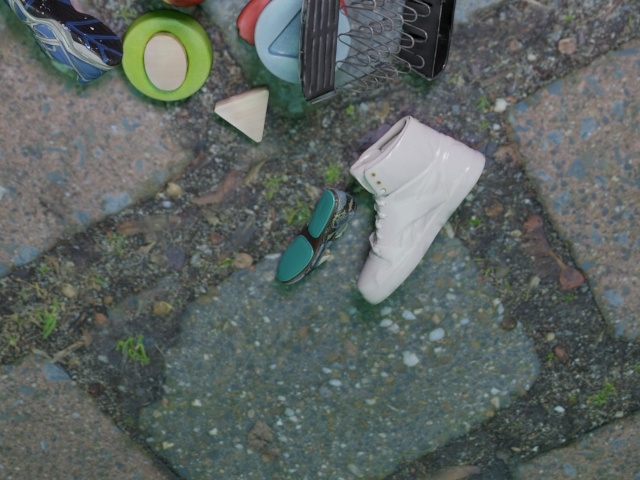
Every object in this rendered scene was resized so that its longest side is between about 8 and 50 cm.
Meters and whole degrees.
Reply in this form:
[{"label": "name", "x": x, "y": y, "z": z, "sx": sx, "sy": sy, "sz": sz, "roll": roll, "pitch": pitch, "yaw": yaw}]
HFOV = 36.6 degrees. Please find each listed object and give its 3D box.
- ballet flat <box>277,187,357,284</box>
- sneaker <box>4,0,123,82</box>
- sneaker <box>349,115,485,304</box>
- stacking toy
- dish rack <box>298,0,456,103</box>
[{"label": "ballet flat", "x": 0.000, "y": 0.000, "z": 1.530, "sx": 0.070, "sy": 0.070, "sz": 0.188, "roll": 25, "pitch": 121, "yaw": -17}, {"label": "sneaker", "x": -0.372, "y": -0.295, "z": 1.314, "sx": 0.211, "sy": 0.080, "sz": 0.081, "roll": 43, "pitch": 131, "yaw": -15}, {"label": "sneaker", "x": 0.100, "y": -0.052, "z": 1.482, "sx": 0.169, "sy": 0.108, "sz": 0.292, "roll": 28, "pitch": 106, "yaw": -17}, {"label": "stacking toy", "x": -0.127, "y": -0.267, "z": 1.316, "sx": 0.309, "sy": 0.130, "sz": 0.279, "roll": 25, "pitch": 117, "yaw": -17}, {"label": "dish rack", "x": 0.076, "y": -0.290, "z": 1.261, "sx": 0.074, "sy": 0.271, "sz": 0.208, "roll": 25, "pitch": 127, "yaw": 32}]
